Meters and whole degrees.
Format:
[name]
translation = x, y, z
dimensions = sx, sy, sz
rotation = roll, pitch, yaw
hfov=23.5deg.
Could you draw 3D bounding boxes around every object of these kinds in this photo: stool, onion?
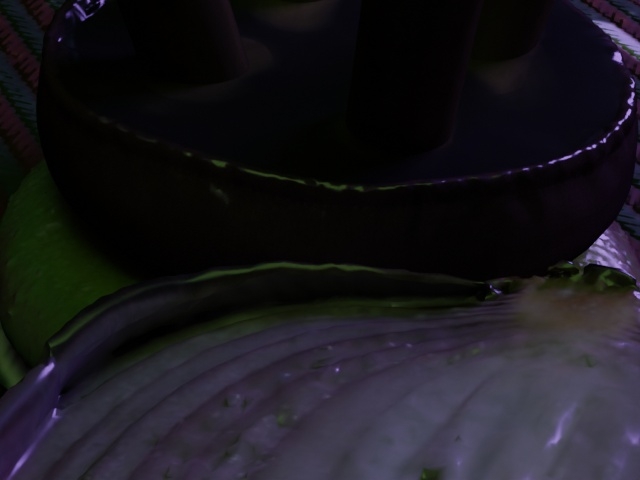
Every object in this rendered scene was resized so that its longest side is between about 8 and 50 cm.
[stool]
translation = 0.012, -0.113, 0.660
dimensions = 0.272, 0.178, 0.272
rotation = 3, 34, -2
[onion]
translation = 0.000, 0.145, 0.379
dimensions = 0.267, 0.159, 0.348
rotation = 12, 32, 31

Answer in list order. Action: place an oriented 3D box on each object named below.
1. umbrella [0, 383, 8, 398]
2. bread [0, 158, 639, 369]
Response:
[umbrella]
translation = -0.109, 0.083, 0.583
dimensions = 0.022, 0.013, 0.122
rotation = -26, 42, -6
[bread]
translation = 0.002, -0.003, 0.694
dimensions = 0.301, 0.045, 0.301
rotation = 5, 33, -3
